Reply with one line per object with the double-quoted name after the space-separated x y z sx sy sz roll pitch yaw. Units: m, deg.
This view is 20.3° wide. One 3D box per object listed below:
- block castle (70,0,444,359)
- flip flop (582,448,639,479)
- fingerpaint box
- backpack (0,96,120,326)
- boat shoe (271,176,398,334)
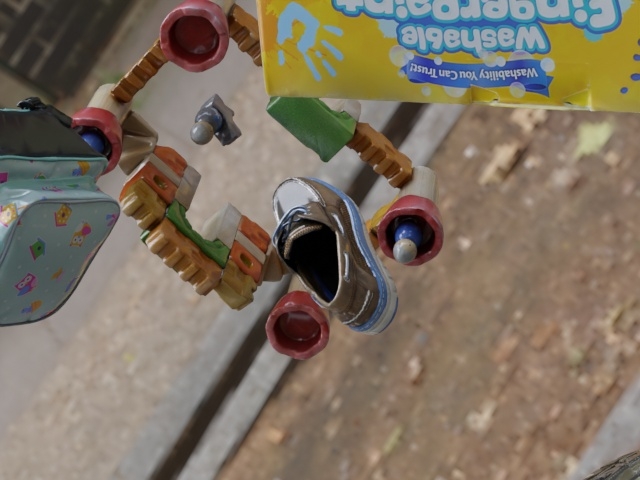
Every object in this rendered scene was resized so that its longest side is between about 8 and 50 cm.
-0.089 -0.080 2.293 0.303 0.453 0.213 -41 16 25 "block castle"
0.243 0.210 1.382 0.277 0.080 0.112 -24 -7 -17 "flip flop"
0.169 -0.287 1.279 0.445 0.371 0.163 5 21 29 "fingerpaint box"
-0.268 -0.006 1.455 0.188 0.144 0.166 -52 -21 23 "backpack"
0.000 0.000 1.452 0.066 0.066 0.183 -53 42 15 "boat shoe"
